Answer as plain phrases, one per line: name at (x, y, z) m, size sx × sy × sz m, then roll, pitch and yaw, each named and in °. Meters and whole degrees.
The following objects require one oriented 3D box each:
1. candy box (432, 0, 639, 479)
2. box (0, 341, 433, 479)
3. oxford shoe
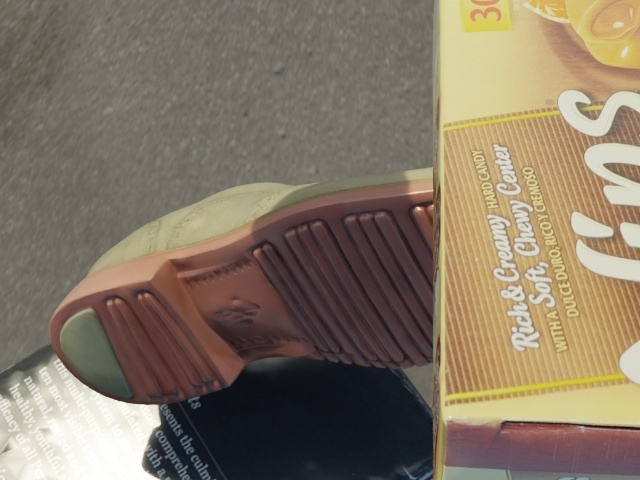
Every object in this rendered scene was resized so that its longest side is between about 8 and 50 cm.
candy box at (0.142, -0.024, 0.607) m, size 0.182 × 0.317 × 0.088 m, roll 1°, pitch 139°, yaw 4°
box at (-0.131, 0.290, 1.256) m, size 0.471 × 0.297 × 0.480 m, roll -30°, pitch 154°, yaw -9°
oxford shoe at (0.000, 0.000, 0.915) m, size 0.396 × 0.146 × 0.140 m, roll -10°, pitch 124°, yaw 24°
